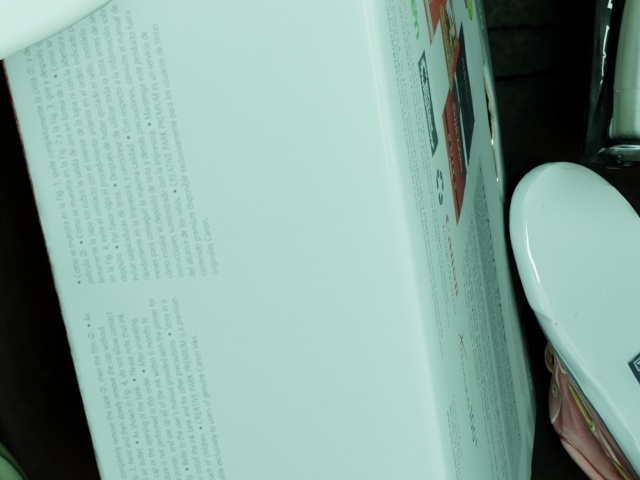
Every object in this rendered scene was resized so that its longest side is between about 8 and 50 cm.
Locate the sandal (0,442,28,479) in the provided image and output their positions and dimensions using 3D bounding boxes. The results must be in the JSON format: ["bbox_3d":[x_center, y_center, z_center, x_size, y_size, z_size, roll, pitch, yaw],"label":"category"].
[{"bbox_3d":[-0.181,0.213,0.803,0.120,0.086,0.302,6,105,-23],"label":"sandal"}]

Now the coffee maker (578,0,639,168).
[{"bbox_3d":[0.155,-0.118,0.802,0.120,0.171,0.178,2,92,-22],"label":"coffee maker"}]

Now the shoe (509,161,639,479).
[{"bbox_3d":[0.124,0.047,0.875,0.063,0.081,0.178,-34,102,-20],"label":"shoe"}]

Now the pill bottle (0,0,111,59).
[{"bbox_3d":[-0.173,-0.224,0.489,0.204,0.204,0.361,-22,113,-13],"label":"pill bottle"}]

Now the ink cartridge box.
[{"bbox_3d":[0.000,0.000,0.752,0.130,0.272,0.309,-5,112,13],"label":"ink cartridge box"}]
